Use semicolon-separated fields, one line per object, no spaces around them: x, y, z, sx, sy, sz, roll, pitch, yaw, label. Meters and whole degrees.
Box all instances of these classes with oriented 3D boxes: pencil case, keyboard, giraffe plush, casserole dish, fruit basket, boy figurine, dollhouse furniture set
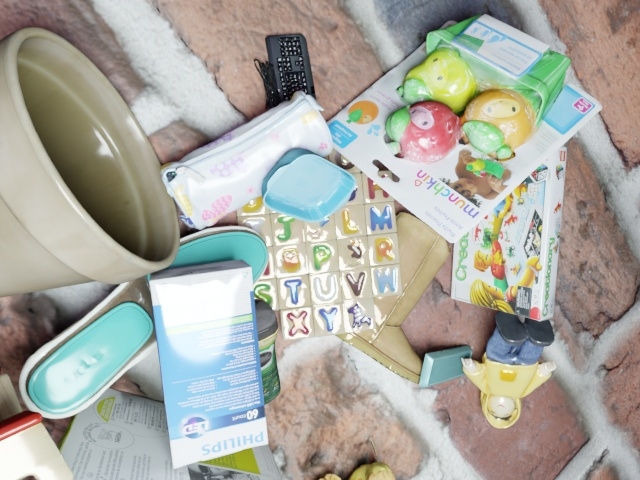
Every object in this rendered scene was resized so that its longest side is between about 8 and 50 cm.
-0.116;-0.131;0.729;0.273;0.113;0.124;-30;144;-7;pencil case
-0.053;-0.258;0.791;0.100;0.038;0.192;-13;100;-16;keyboard
0.057;0.495;0.845;0.170;0.210;0.181;-18;126;-10;giraffe plush
-0.020;-0.089;0.732;0.114;0.037;0.188;-47;149;19;casserole dish
0.219;-0.212;0.758;0.353;0.165;0.327;-38;62;-14;fruit basket
0.372;0.268;0.924;0.177;0.092;0.285;4;125;6;boy figurine
-0.435;0.229;0.497;0.201;0.374;0.152;-22;88;-41;dollhouse furniture set

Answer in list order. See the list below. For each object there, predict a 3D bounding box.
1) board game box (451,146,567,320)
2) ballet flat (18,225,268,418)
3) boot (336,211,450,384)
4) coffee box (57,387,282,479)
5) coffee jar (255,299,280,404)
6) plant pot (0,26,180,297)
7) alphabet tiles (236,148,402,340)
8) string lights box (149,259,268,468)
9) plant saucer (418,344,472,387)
0.349;-0.020;0.867;0.053;0.193;0.305;-3;97;-36;board game box
-0.262;0.102;0.709;0.400;0.139;0.139;-38;107;-28;ballet flat
0.178;0.118;0.886;0.236;0.089;0.269;35;84;-19;boot
-0.262;0.462;0.649;0.334;0.338;0.338;24;88;-19;coffee box
-0.119;0.193;0.769;0.096;0.079;0.184;-18;124;-33;coffee jar
-0.387;-0.056;0.586;0.280;0.323;0.323;-24;104;2;plant pot
0.000;0.000;0.814;0.285;0.011;0.342;-6;91;-7;alphabet tiles
-0.155;0.166;0.640;0.133;0.077;0.260;-6;98;-19;string lights box
0.257;0.252;0.916;0.192;0.018;0.067;7;95;-49;plant saucer
